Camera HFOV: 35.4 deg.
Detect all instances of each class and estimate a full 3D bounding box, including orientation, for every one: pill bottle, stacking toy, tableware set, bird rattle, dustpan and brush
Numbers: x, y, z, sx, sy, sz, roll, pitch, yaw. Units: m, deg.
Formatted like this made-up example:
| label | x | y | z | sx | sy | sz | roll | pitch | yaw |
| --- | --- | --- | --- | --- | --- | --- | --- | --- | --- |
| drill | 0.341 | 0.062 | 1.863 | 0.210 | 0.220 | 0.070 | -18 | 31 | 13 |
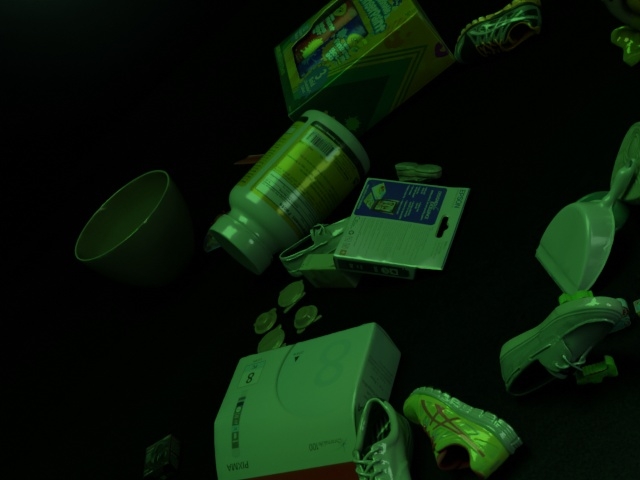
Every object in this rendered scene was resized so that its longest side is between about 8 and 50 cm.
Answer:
| label | x | y | z | sx | sy | sz | roll | pitch | yaw |
| --- | --- | --- | --- | --- | --- | --- | --- | --- | --- |
| pill bottle | -0.067 | -0.096 | 2.085 | 0.334 | 0.188 | 0.188 | -47 | 29 | -12 |
| stacking toy | 0.431 | 0.088 | 1.366 | 0.221 | 0.052 | 0.167 | -29 | 30 | 22 |
| tableware set | -0.071 | 0.152 | 1.922 | 0.141 | 0.020 | 0.169 | -40 | 30 | 7 |
| bird rattle | 0.592 | -0.406 | 1.724 | 0.253 | 0.207 | 0.143 | -4 | 63 | 61 |
| dustpan and brush | 0.408 | -0.031 | 1.497 | 0.147 | 0.060 | 0.211 | -114 | 35 | -58 |

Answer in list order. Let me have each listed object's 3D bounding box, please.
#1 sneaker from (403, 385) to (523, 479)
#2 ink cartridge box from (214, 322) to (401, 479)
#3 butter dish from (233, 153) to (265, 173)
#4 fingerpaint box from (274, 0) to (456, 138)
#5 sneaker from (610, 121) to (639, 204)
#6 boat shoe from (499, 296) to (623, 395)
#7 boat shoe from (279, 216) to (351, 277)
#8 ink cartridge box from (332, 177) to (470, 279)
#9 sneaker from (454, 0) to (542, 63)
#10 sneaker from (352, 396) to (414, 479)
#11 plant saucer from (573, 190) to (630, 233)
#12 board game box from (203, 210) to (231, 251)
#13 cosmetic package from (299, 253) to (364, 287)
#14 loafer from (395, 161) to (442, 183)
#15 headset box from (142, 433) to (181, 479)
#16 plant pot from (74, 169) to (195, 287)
| label | x | y | z | sx | sy | sz | roll | pitch | yaw |
| --- | --- | --- | --- | --- | --- | --- | --- | --- | --- |
| sneaker | 0.177 | 0.270 | 1.392 | 0.094 | 0.081 | 0.208 | -53 | 31 | -16 |
| ink cartridge box | -0.056 | 0.326 | 1.586 | 0.308 | 0.091 | 0.385 | -18 | 35 | 36 |
| butter dish | -0.091 | -0.139 | 2.261 | 0.160 | 0.118 | 0.160 | -10 | 7 | -36 |
| fingerpaint box | 0.087 | -0.449 | 2.397 | 0.371 | 0.163 | 0.445 | -37 | 28 | 15 |
| sneaker | 0.537 | -0.096 | 1.444 | 0.350 | 0.148 | 0.131 | -116 | 40 | -81 |
| boat shoe | 0.324 | 0.149 | 1.344 | 0.227 | 0.079 | 0.081 | -45 | 35 | 50 |
| boat shoe | 0.000 | 0.000 | 1.999 | 0.184 | 0.063 | 0.066 | -32 | 30 | 17 |
| ink cartridge box | 0.153 | -0.022 | 1.832 | 0.208 | 0.045 | 0.206 | 7 | 50 | 23 |
| sneaker | 0.379 | -0.436 | 2.138 | 0.215 | 0.084 | 0.083 | -31 | 50 | 32 |
| sneaker | 0.080 | 0.332 | 1.407 | 0.094 | 0.091 | 0.258 | -29 | 30 | 20 |
| plant saucer | 0.428 | -0.039 | 1.578 | 0.119 | 0.021 | 0.119 | -30 | 31 | 20 |
| board game box | -0.220 | -0.045 | 2.362 | 0.168 | 0.033 | 0.133 | -23 | 33 | 29 |
| cosmetic package | 0.021 | 0.058 | 1.899 | 0.115 | 0.060 | 0.041 | -4 | 46 | 50 |
| loafer | 0.196 | -0.130 | 1.979 | 0.045 | 0.039 | 0.125 | -18 | 19 | -31 |
| headset box | -0.288 | 0.397 | 1.827 | 0.062 | 0.032 | 0.083 | -32 | 31 | 17 |
| plant pot | -0.406 | 0.002 | 2.357 | 0.284 | 0.191 | 0.284 | -30 | 29 | 19 |
